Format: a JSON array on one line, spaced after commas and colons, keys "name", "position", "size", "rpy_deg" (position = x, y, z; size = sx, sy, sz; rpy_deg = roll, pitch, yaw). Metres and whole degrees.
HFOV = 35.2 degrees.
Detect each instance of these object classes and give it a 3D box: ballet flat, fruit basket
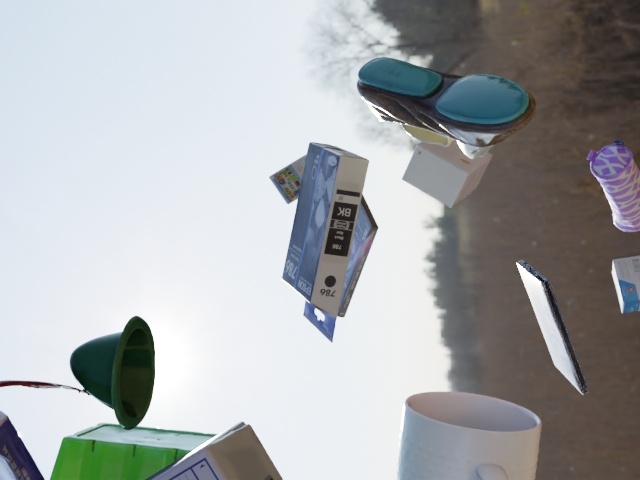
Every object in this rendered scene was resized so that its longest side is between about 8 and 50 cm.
[{"name": "ballet flat", "position": [0.193, -0.189, 1.517], "size": [0.116, 0.342, 0.124], "rpy_deg": [-46, -48, -24]}, {"name": "fruit basket", "position": [-0.317, 0.541, 1.889], "size": [0.283, 0.392, 0.392], "rpy_deg": [-1, -90, -76]}]

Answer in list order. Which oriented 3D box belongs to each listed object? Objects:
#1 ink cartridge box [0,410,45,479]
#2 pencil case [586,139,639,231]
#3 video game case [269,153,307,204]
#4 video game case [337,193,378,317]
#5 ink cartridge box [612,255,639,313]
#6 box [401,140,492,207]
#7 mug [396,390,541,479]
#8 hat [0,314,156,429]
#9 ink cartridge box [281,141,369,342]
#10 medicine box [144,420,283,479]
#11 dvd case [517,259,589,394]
[{"name": "ink cartridge box", "position": [-0.487, 0.371, 1.585], "size": [0.072, 0.307, 0.304], "rpy_deg": [-41, -49, -33]}, {"name": "pencil case", "position": [0.586, -0.100, 1.969], "size": [0.086, 0.088, 0.206], "rpy_deg": [-59, -44, -21]}, {"name": "video game case", "position": [-0.058, -0.155, 2.543], "size": [0.087, 0.122, 0.011], "rpy_deg": [56, -158, -13]}, {"name": "video game case", "position": [0.075, 0.033, 2.602], "size": [0.196, 0.026, 0.274], "rpy_deg": [-111, 36, -57]}, {"name": "ink cartridge box", "position": [0.582, 0.072, 1.767], "size": [0.052, 0.122, 0.089], "rpy_deg": [67, -164, -56]}, {"name": "box", "position": [0.275, -0.159, 2.182], "size": [0.170, 0.130, 0.091], "rpy_deg": [-33, -29, -57]}, {"name": "mug", "position": [0.293, 0.505, 1.975], "size": [0.374, 0.276, 0.328], "rpy_deg": [-141, 57, -78]}, {"name": "hat", "position": [-0.370, 0.193, 1.544], "size": [0.208, 0.183, 0.173], "rpy_deg": [74, -159, -61]}, {"name": "ink cartridge box", "position": [0.000, 0.000, 1.798], "size": [0.165, 0.065, 0.333], "rpy_deg": [-148, 66, -66]}, {"name": "medicine box", "position": [-0.167, 0.434, 1.341], "size": [0.264, 0.289, 0.149], "rpy_deg": [58, -164, 5]}, {"name": "dvd case", "position": [0.417, 0.153, 1.814], "size": [0.164, 0.018, 0.221], "rpy_deg": [-111, -1, -77]}]
